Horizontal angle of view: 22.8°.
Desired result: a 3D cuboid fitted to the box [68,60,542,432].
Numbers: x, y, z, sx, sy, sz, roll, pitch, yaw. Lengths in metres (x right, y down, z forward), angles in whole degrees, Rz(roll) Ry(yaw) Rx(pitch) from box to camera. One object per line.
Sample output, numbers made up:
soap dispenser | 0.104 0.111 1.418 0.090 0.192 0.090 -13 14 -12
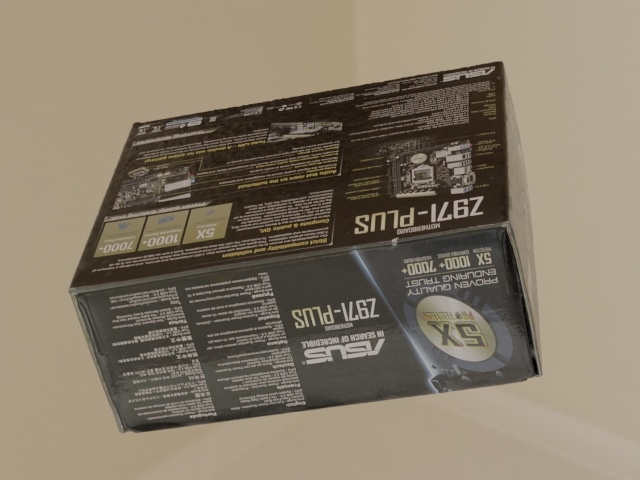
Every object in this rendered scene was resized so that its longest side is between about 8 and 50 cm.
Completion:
box | 0.000 0.000 0.691 0.180 0.077 0.147 -9 -150 10
